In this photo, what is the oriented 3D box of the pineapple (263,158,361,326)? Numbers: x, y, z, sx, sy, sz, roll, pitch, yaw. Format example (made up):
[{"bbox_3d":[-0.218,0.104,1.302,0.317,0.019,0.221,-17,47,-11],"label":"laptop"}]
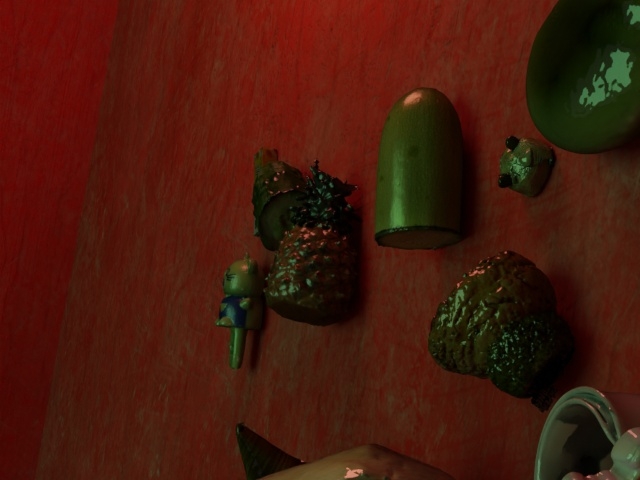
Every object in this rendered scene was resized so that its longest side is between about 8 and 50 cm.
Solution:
[{"bbox_3d":[0.000,0.000,2.206,0.158,0.158,0.279,-24,49,59],"label":"pineapple"}]

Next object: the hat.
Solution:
[{"bbox_3d":[0.272,-0.104,1.768,0.076,0.059,0.077,42,114,55],"label":"hat"}]

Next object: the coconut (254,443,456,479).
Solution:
[{"bbox_3d":[0.023,0.471,1.670,0.415,0.344,0.415,-14,54,20],"label":"coconut"}]

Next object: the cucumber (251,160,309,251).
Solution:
[{"bbox_3d":[-0.073,-0.081,2.385,0.244,0.134,0.134,-117,44,-59],"label":"cucumber"}]

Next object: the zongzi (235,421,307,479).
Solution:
[{"bbox_3d":[-0.068,0.445,1.910,0.134,0.288,0.286,-17,39,55],"label":"zongzi"}]

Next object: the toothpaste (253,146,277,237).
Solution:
[{"bbox_3d":[-0.108,-0.095,2.556,0.043,0.037,0.178,-33,51,55],"label":"toothpaste"}]

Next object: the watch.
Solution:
[{"bbox_3d":[0.306,0.287,1.420,0.231,0.196,0.244,-144,64,-69],"label":"watch"}]

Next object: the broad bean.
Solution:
[{"bbox_3d":[0.351,-0.227,1.583,0.291,0.119,0.238,-38,48,55],"label":"broad bean"}]

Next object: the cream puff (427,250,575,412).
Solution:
[{"bbox_3d":[0.247,0.130,1.649,0.169,0.183,0.183,44,123,30],"label":"cream puff"}]

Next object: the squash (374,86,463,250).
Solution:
[{"bbox_3d":[0.147,-0.116,1.941,0.132,0.132,0.247,-26,58,59],"label":"squash"}]

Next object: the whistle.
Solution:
[{"bbox_3d":[-0.155,0.134,2.512,0.105,0.085,0.227,168,110,-72],"label":"whistle"}]
